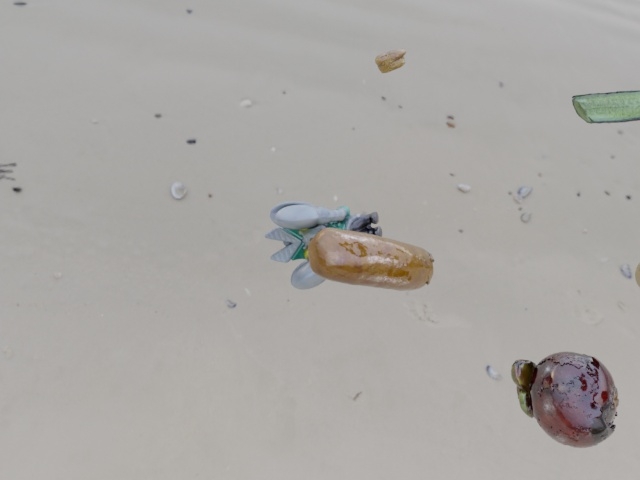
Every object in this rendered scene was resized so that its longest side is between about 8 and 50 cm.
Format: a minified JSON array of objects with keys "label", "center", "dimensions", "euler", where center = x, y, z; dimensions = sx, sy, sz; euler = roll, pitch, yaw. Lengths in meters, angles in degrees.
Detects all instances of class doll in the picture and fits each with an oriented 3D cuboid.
[{"label":"doll","center":[-0.011,-0.018,1.121],"dimensions":[0.195,0.258,0.153],"euler":[52,19,3]}]

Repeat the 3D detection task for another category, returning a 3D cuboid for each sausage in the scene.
[{"label":"sausage","center":[0.098,0.040,0.950],"dimensions":[0.271,0.109,0.108],"euler":[11,49,-34]}]

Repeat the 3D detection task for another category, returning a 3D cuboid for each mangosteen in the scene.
[{"label":"mangosteen","center":[0.443,0.285,0.931],"dimensions":[0.166,0.180,0.166],"euler":[3,84,-34]}]

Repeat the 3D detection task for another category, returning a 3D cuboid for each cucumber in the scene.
[{"label":"cucumber","center":[0.662,-0.288,1.110],"dimensions":[0.220,0.046,0.070],"euler":[-5,78,4]}]

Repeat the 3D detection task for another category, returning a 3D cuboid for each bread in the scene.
[{"label":"bread","center":[0.181,-0.466,1.316],"dimensions":[0.083,0.046,0.081],"euler":[1,33,43]}]

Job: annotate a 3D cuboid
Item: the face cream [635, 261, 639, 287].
[{"label":"face cream","center":[0.742,0.072,1.076],"dimensions":[0.105,0.105,0.349],"euler":[47,12,18]}]
